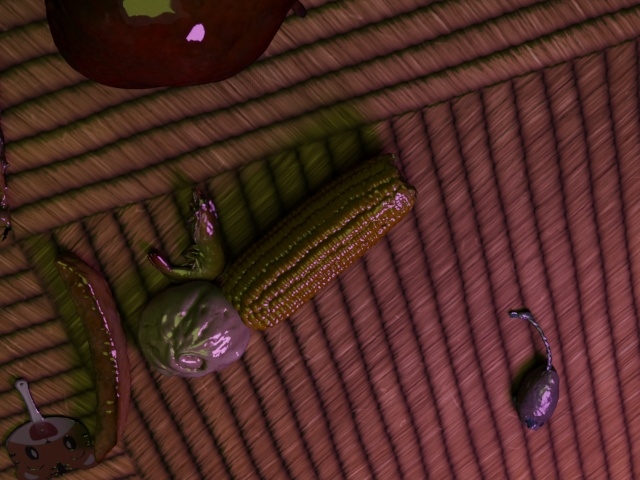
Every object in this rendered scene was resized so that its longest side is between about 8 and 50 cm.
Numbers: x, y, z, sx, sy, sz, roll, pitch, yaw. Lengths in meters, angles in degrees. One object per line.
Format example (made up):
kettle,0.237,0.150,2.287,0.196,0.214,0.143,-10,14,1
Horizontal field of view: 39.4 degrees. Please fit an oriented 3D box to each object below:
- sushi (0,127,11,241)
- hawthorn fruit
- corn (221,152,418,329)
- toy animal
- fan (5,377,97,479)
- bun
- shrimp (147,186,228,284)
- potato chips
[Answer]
sushi,-0.507,-0.128,1.229,0.139,0.131,0.291,-2,125,-11
hawthorn fruit,-0.179,-0.327,1.094,0.325,0.308,0.308,4,117,0
corn,0.000,0.000,1.385,0.344,0.131,0.131,-38,117,10
toy animal,0.393,0.241,1.620,0.079,0.070,0.253,-16,117,-20
fan,-0.478,0.325,1.533,0.153,0.008,0.226,-15,119,-2
bun,-0.205,0.156,1.439,0.183,0.102,0.183,-4,122,-6
shrimp,-0.214,-0.003,1.399,0.124,0.034,0.178,-12,128,-1
potato chips,-0.356,0.197,1.462,0.080,0.057,0.407,0,118,4
